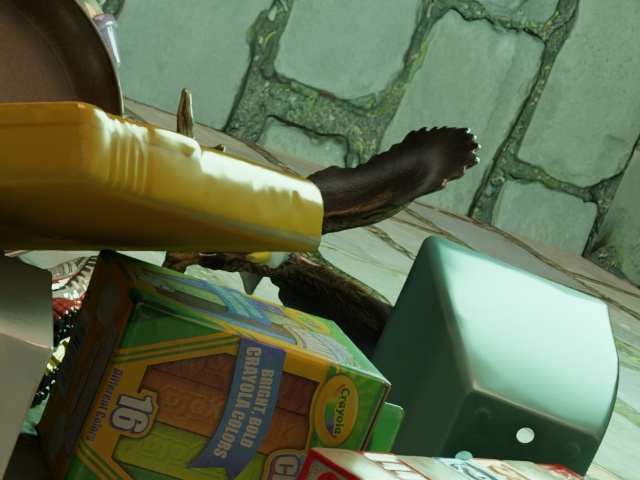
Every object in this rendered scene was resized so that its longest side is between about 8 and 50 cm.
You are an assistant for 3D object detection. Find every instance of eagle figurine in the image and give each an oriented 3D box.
[{"bbox_3d":[-0.003,0.005,1.670,0.298,0.226,0.225,8,42,13],"label":"eagle figurine"}]

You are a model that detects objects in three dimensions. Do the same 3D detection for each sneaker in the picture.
[{"bbox_3d":[-0.205,0.045,1.258,0.093,0.088,0.225,22,8,4],"label":"sneaker"}]

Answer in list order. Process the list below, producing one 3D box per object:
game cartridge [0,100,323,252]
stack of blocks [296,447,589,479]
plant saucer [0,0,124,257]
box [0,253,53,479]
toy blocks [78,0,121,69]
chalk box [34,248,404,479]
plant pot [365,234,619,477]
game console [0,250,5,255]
[{"bbox_3d":[-0.184,-0.032,1.016,0.285,0.052,0.324,0,-7,20],"label":"game cartridge"},{"bbox_3d":[0.125,0.206,1.085,0.171,0.087,0.297,28,10,36],"label":"stack of blocks"},{"bbox_3d":[-0.320,-0.121,1.529,0.311,0.310,0.050,19,-29,-23],"label":"plant saucer"},{"bbox_3d":[-0.199,0.076,0.911,0.091,0.130,0.170,20,9,-12],"label":"box"},{"bbox_3d":[-0.371,-0.141,1.768,0.260,0.309,0.288,57,29,10],"label":"toy blocks"},{"bbox_3d":[-0.048,0.109,1.102,0.213,0.132,0.132,18,8,-19],"label":"chalk box"},{"bbox_3d":[0.130,0.129,1.375,0.166,0.165,0.234,22,16,-6],"label":"plant pot"},{"bbox_3d":[-0.424,-0.060,1.251,0.387,0.060,0.342,27,1,4],"label":"game console"}]
